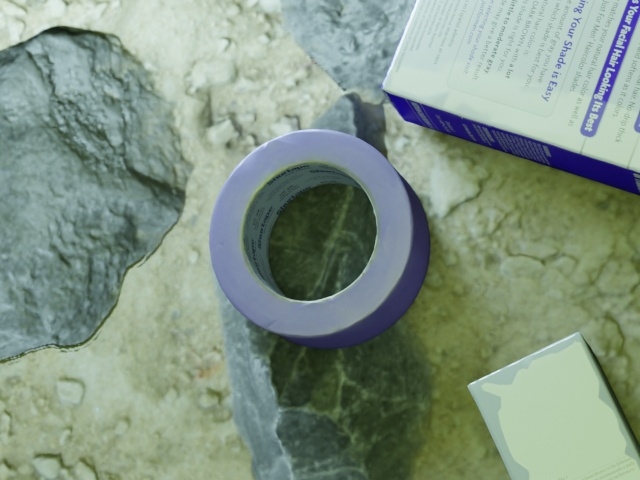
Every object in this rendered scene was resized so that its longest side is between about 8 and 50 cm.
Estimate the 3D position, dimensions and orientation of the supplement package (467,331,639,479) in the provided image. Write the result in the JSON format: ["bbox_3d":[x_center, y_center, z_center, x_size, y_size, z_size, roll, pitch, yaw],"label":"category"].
[{"bbox_3d":[0.213,0.182,1.374,0.105,0.105,0.179,-26,74,10],"label":"supplement package"}]

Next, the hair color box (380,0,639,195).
[{"bbox_3d":[0.247,-0.151,1.433,0.339,0.110,0.185,20,83,20],"label":"hair color box"}]

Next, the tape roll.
[{"bbox_3d":[0.000,0.000,1.484,0.189,0.080,0.189,-3,77,15],"label":"tape roll"}]
